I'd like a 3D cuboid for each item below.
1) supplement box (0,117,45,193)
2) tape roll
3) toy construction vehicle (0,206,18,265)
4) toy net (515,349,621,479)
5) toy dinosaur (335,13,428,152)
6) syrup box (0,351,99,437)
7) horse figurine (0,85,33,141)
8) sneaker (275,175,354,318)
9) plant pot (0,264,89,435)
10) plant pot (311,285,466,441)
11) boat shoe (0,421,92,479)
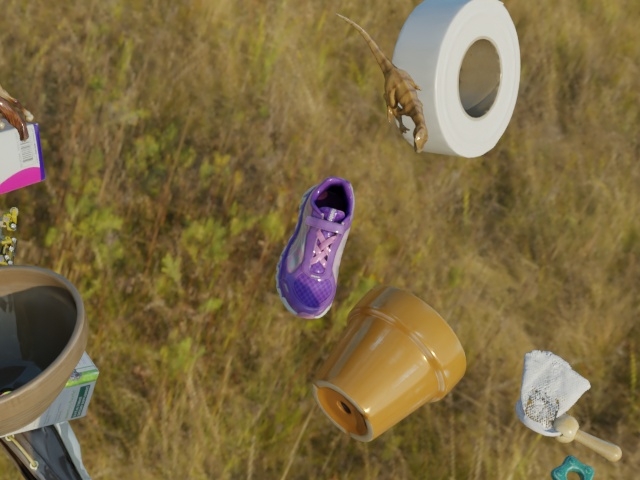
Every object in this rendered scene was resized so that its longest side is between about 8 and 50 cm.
[{"bbox_3d":[-0.615,-0.138,1.738,0.114,0.111,0.220,11,24,32],"label":"supplement box"},{"bbox_3d":[0.245,-0.293,1.747,0.100,0.286,0.286,13,19,40],"label":"tape roll"},{"bbox_3d":[-0.521,-0.004,1.622,0.035,0.098,0.086,5,-7,-15],"label":"toy construction vehicle"},{"bbox_3d":[0.236,0.222,0.959,0.122,0.045,0.232,-15,65,-11],"label":"toy net"},{"bbox_3d":[0.103,-0.216,1.329,0.211,0.064,0.112,59,0,12],"label":"toy dinosaur"},{"bbox_3d":[-0.436,0.205,1.339,0.237,0.093,0.096,-9,43,-42],"label":"syrup box"},{"bbox_3d":[-0.580,-0.246,1.595,0.263,0.066,0.174,23,-14,23],"label":"horse figurine"},{"bbox_3d":[0.000,0.000,1.468,0.095,0.104,0.236,18,63,-11],"label":"sneaker"},{"bbox_3d":[-0.373,0.143,1.118,0.237,0.109,0.237,-5,39,4],"label":"plant pot"},{"bbox_3d":[0.093,0.207,1.548,0.205,0.205,0.188,35,59,21],"label":"plant pot"},{"bbox_3d":[-0.383,0.386,1.460,0.097,0.324,0.117,-30,17,-30],"label":"boat shoe"}]
